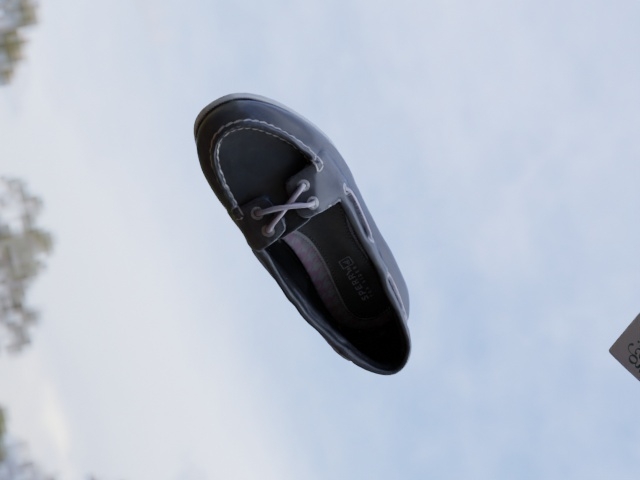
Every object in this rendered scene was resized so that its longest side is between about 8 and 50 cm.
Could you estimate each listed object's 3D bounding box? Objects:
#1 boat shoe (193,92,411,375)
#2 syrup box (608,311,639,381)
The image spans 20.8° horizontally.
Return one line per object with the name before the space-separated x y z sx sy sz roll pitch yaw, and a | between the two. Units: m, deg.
boat shoe | 0.000 0.000 1.564 0.335 0.112 0.095 54 9 -42
syrup box | 0.379 0.133 1.527 0.237 0.096 0.093 44 -57 16
